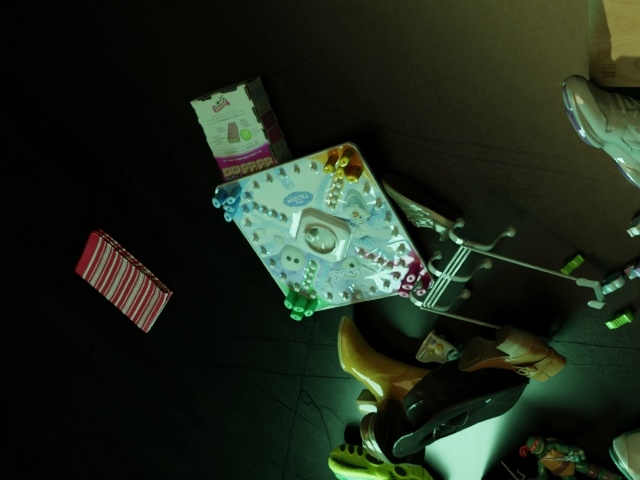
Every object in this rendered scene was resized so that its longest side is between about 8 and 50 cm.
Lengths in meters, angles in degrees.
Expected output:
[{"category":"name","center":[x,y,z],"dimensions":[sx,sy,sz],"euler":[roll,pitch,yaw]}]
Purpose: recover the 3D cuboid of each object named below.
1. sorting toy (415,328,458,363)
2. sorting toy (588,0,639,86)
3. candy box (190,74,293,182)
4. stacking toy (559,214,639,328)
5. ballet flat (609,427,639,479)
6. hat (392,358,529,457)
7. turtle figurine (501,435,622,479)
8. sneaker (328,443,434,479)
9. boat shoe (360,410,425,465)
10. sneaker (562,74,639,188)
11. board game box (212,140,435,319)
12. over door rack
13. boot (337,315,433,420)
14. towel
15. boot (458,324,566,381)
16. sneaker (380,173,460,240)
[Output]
[{"category":"sorting toy","center":[0.270,0.247,1.895],"dimensions":[0.075,0.045,0.083],"euler":[31,127,2]},{"category":"sorting toy","center":[0.569,-0.383,1.338],"dimensions":[0.257,0.089,0.256],"euler":[5,118,28]},{"category":"candy box","center":[-0.167,-0.229,1.856],"dimensions":[0.159,0.071,0.234],"euler":[-10,112,32]},{"category":"stacking toy","center":[0.590,0.066,1.602],"dimensions":[0.167,0.052,0.221],"euler":[49,129,-2]},{"category":"ballet flat","center":[0.768,0.546,1.733],"dimensions":[0.400,0.139,0.139],"euler":[50,129,-2]},{"category":"hat","center":[0.281,0.341,1.826],"dimensions":[0.331,0.331,0.134],"euler":[-50,56,39]},{"category":"turtle figurine","center":[0.527,0.494,1.835],"dimensions":[0.234,0.118,0.175],"euler":[31,128,-3]},{"category":"sneaker","center":[0.164,0.605,2.132],"dimensions":[0.295,0.109,0.124],"euler":[20,147,17]},{"category":"boat shoe","center":[0.146,0.470,1.958],"dimensions":[0.104,0.111,0.307],"euler":[0,154,28]},{"category":"sneaker","center":[0.526,-0.205,1.412],"dimensions":[0.305,0.114,0.152],"euler":[30,128,-31]},{"category":"board game box","center":[0.000,0.000,1.854],"dimensions":[0.389,0.050,0.390],"euler":[-15,120,34]},{"category":"over door rack","center":[0.371,0.094,1.697],"dimensions":[0.324,0.108,0.240],"euler":[24,139,0]},{"category":"boot","center":[0.168,0.298,1.954],"dimensions":[0.211,0.104,0.295],"euler":[-3,119,25]},{"category":"towel","center":[-0.544,0.111,2.289],"dimensions":[0.275,0.031,0.199],"euler":[41,129,4]},{"category":"boot","center":[0.389,0.250,1.717],"dimensions":[0.152,0.073,0.197],"euler":[27,147,-17]},{"category":"sneaker","center":[0.197,-0.064,1.744],"dimensions":[0.188,0.066,0.071],"euler":[34,129,10]}]
